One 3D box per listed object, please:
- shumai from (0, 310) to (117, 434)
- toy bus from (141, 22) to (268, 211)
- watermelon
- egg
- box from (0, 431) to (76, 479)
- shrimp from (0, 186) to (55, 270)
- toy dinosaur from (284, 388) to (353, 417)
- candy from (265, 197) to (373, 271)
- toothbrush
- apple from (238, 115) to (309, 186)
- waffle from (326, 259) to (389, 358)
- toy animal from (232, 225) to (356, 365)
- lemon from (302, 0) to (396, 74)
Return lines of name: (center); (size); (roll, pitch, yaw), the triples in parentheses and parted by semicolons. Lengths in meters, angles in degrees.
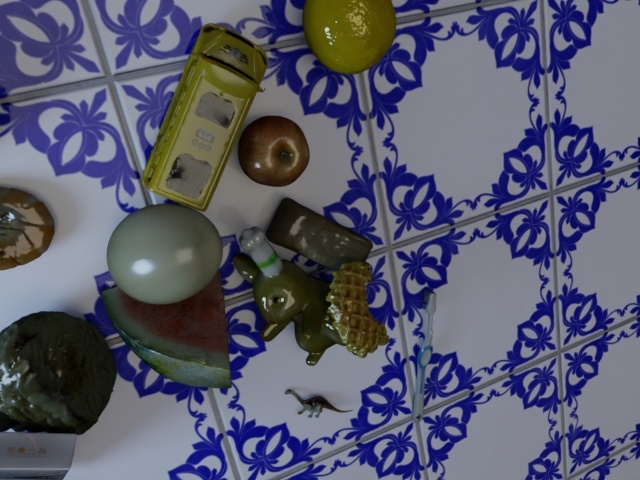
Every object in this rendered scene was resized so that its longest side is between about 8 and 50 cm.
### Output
shumai: (-0.538, 0.260, 0.968); (0.218, 0.189, 0.256); (-21, 119, 8)
toy bus: (-0.207, -0.227, 0.953); (0.145, 0.151, 0.332); (22, 96, -23)
watermelon: (-0.277, 0.170, 1.026); (0.309, 0.231, 0.193); (7, 110, 23)
egg: (-0.286, 0.025, 0.950); (0.185, 0.241, 0.186); (9, 79, -52)
box: (-0.551, 0.410, 0.962); (0.149, 0.233, 0.067); (15, 57, -23)
shrimp: (-0.625, -0.009, 0.899); (0.286, 0.063, 0.152); (-15, 107, -20)
toy dinosaur: (-0.010, 0.414, 1.266); (0.180, 0.037, 0.058); (20, 101, -24)
candy: (0.000, 0.000, 1.122); (0.233, 0.102, 0.104); (26, 94, -28)
toothbrush: (0.274, 0.313, 1.347); (0.040, 0.040, 0.387); (-5, 106, -20)
apple: (-0.092, -0.174, 1.018); (0.146, 0.131, 0.147); (-10, 115, -23)
waffle: (0.082, 0.139, 1.059); (0.148, 0.051, 0.194); (-24, 93, -44)
toy animal: (-0.066, 0.132, 1.086); (0.362, 0.181, 0.181); (32, 57, -31)
lemon: (0.051, -0.421, 0.986); (0.178, 0.178, 0.203); (-44, 116, -5)
